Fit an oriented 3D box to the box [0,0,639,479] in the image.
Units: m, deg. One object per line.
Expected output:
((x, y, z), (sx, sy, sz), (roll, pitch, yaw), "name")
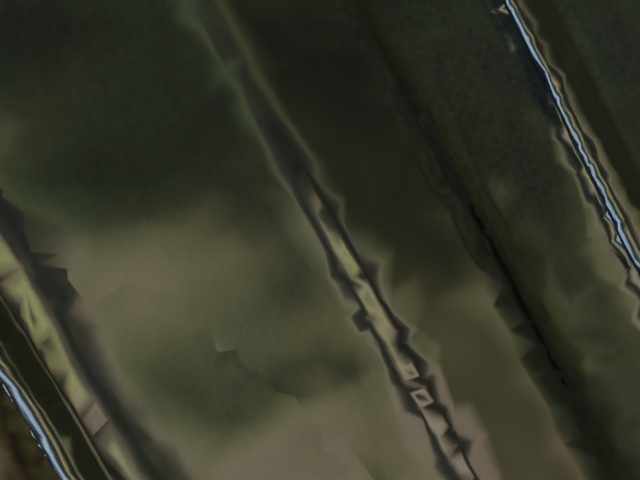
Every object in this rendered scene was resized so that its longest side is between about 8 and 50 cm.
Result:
((0.001, -0.001, 0.570), (0.345, 0.204, 0.251), (61, 169, -13), "box")
